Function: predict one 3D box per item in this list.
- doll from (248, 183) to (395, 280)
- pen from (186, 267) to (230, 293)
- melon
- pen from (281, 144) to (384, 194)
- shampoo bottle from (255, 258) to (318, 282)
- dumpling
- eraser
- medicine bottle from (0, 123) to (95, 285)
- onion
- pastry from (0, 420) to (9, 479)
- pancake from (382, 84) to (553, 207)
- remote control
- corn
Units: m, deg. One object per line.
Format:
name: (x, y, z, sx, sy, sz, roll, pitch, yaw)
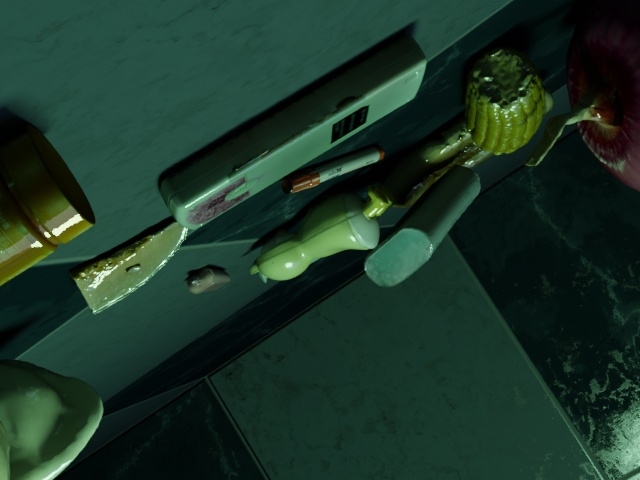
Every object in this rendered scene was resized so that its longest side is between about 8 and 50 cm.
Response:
doll: (-0.006, -0.011, 1.865, 0.296, 0.117, 0.141, -21, -178, 17)
pen: (-0.201, 0.071, 1.849, 0.053, 0.032, 0.197, -32, 175, 4)
melon: (-0.241, 0.020, 1.372, 0.182, 0.054, 0.098, -30, 157, -18)
pen: (0.023, -0.111, 1.610, 0.239, 0.028, 0.028, -25, 169, -48)
shampoo bottle: (-0.036, 0.020, 2.084, 0.204, 0.065, 0.065, -30, 172, -13)
dumpling: (-0.457, 0.279, 1.377, 0.318, 0.187, 0.243, -17, -141, 15)
eraser: (0.190, -0.027, 1.916, 0.174, 0.081, 0.227, -46, 179, 45)
medicine bottle: (-0.284, -0.001, 0.827, 0.192, 0.096, 0.096, -33, 172, 0)
onion: (0.505, -0.239, 1.558, 0.344, 0.358, 0.358, -2, 154, -40)
pastry: (-0.485, 0.272, 1.219, 0.264, 0.265, 0.133, -31, -162, -6)
pancake: (0.293, -0.188, 2.035, 0.382, 0.071, 0.382, -31, 172, -5)
remote control: (-0.031, -0.123, 1.237, 0.344, 0.050, 0.145, -31, 172, -7)
corn: (0.290, -0.216, 1.655, 0.131, 0.131, 0.344, -33, 172, 6)
